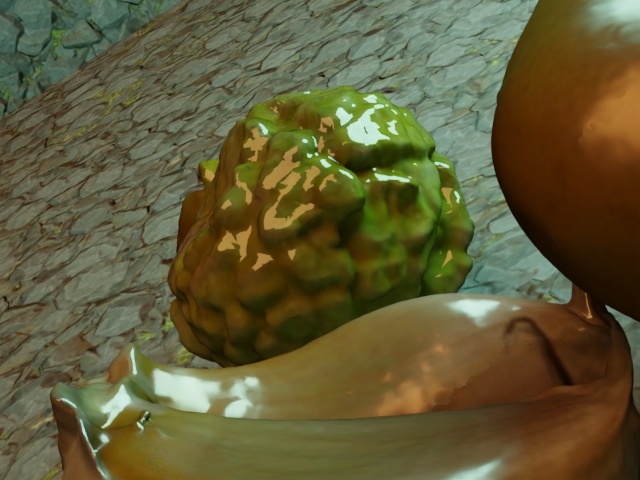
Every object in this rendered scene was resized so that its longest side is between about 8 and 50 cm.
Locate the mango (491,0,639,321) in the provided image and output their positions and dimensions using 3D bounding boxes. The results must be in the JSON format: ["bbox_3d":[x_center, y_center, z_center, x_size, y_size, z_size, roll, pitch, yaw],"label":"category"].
[{"bbox_3d":[0.248,-0.075,0.669,0.300,0.232,0.446,32,31,19],"label":"mango"}]

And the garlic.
[{"bbox_3d":[0.022,0.124,0.613,0.313,0.286,0.249,-1,65,-8],"label":"garlic"}]

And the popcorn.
[{"bbox_3d":[0.000,0.000,0.919,0.259,0.212,0.259,-60,9,15],"label":"popcorn"}]
